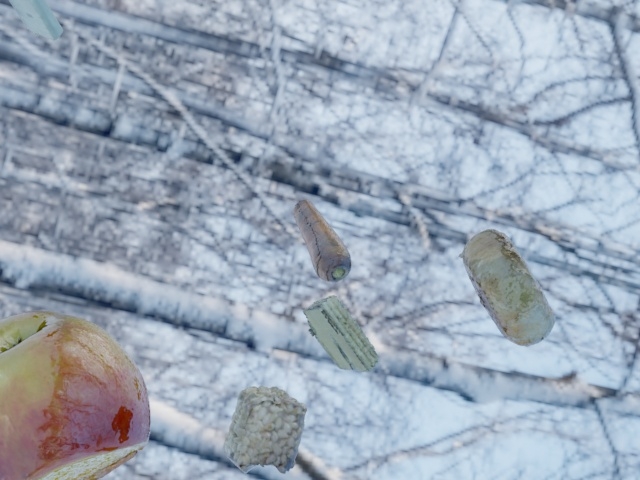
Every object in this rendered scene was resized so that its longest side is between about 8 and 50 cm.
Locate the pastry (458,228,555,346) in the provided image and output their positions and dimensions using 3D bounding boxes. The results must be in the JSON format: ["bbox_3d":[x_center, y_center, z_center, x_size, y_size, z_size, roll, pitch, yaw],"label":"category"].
[{"bbox_3d":[0.291,0.074,1.848,0.093,0.182,0.192,-29,-142,4],"label":"pastry"}]

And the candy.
[{"bbox_3d":[-0.070,0.244,1.506,0.085,0.095,0.110,-168,-94,-66],"label":"candy"}]

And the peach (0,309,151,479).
[{"bbox_3d":[-0.242,0.161,1.039,0.190,0.190,0.192,-134,-158,-64],"label":"peach"}]

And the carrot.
[{"bbox_3d":[0.000,0.000,1.688,0.055,0.055,0.161,-65,-149,26],"label":"carrot"}]

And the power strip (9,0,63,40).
[{"bbox_3d":[-0.286,-0.231,1.165,0.016,0.040,0.090,-59,160,-17],"label":"power strip"}]

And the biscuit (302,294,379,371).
[{"bbox_3d":[0.032,0.173,2.132,0.046,0.147,0.250,-37,-179,-12],"label":"biscuit"}]
